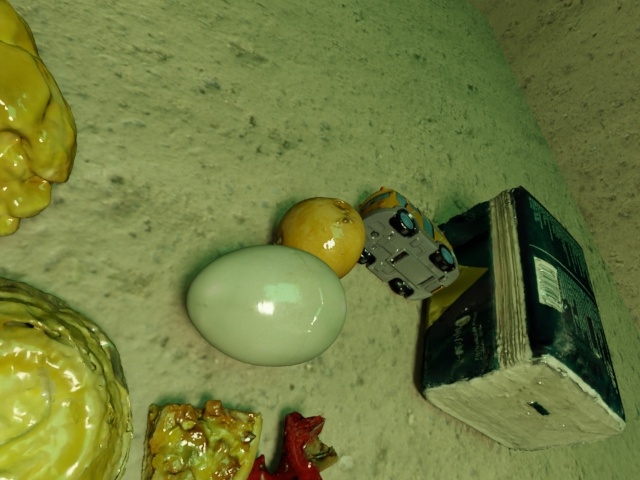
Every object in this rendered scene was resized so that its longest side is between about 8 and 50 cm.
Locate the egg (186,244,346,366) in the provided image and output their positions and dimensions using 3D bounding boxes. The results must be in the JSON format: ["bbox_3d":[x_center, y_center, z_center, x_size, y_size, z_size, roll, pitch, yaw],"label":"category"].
[{"bbox_3d":[-0.063,0.080,0.576,0.209,0.151,0.151,11,58,-38],"label":"egg"}]

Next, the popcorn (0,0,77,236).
[{"bbox_3d":[-0.343,-0.133,0.419,0.190,0.191,0.254,-23,78,-19],"label":"popcorn"}]

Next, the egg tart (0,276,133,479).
[{"bbox_3d":[-0.273,0.150,0.368,0.279,0.095,0.279,25,49,-33],"label":"egg tart"}]

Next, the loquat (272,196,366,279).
[{"bbox_3d":[0.000,0.000,0.702,0.141,0.141,0.141,24,50,-32],"label":"loquat"}]

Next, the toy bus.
[{"bbox_3d":[0.152,-0.001,0.863,0.209,0.126,0.136,39,35,-19],"label":"toy bus"}]

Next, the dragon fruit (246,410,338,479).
[{"bbox_3d":[-0.038,0.301,0.542,0.092,0.122,0.192,75,16,-47],"label":"dragon fruit"}]

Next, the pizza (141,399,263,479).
[{"bbox_3d":[-0.135,0.229,0.489,0.134,0.046,0.175,49,41,-10],"label":"pizza"}]

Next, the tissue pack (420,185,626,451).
[{"bbox_3d":[0.364,0.134,0.880,0.264,0.253,0.417,37,44,-21],"label":"tissue pack"}]
